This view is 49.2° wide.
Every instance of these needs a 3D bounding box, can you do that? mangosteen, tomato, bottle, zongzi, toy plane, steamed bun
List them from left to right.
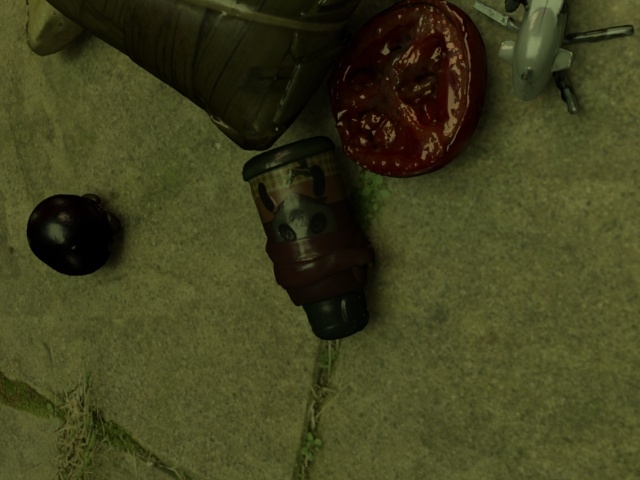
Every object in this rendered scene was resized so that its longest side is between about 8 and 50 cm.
[{"bbox_3d":[-0.419,-0.432,1.170,0.212,0.110,0.231,8,102,47],"label":"steamed bun"},{"bbox_3d":[-0.423,-0.017,1.205,0.152,0.152,0.152,3,96,30],"label":"mangosteen"},{"bbox_3d":[-0.144,-0.428,0.861,0.500,0.218,0.467,34,115,3],"label":"zongzi"},{"bbox_3d":[0.000,0.000,0.954,0.156,0.143,0.271,-12,97,54],"label":"bottle"},{"bbox_3d":[0.120,-0.191,0.893,0.228,0.101,0.228,1,91,38],"label":"tomato"},{"bbox_3d":[0.277,-0.294,0.789,0.182,0.107,0.273,34,106,18],"label":"toy plane"}]
